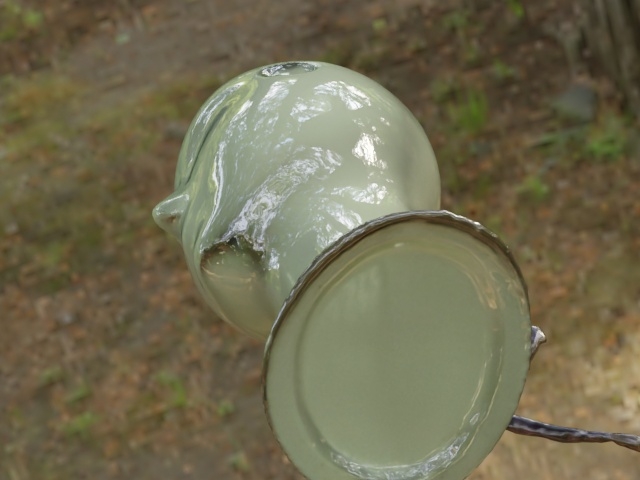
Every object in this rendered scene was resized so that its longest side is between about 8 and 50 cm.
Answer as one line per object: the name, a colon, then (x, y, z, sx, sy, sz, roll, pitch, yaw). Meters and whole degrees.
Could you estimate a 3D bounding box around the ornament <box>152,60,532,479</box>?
ornament: (0.000, 0.000, 0.495, 0.081, 0.074, 0.156, 1, 21, -13)

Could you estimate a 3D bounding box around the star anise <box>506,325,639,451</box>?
star anise: (0.080, 0.060, 1.005, 0.191, 0.070, 0.097, 18, -5, 9)
